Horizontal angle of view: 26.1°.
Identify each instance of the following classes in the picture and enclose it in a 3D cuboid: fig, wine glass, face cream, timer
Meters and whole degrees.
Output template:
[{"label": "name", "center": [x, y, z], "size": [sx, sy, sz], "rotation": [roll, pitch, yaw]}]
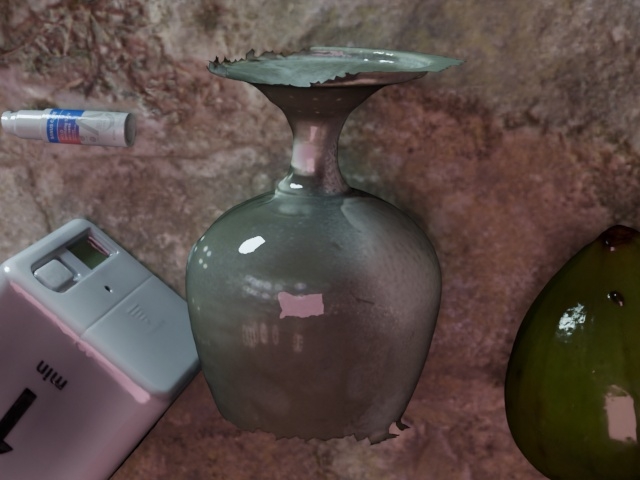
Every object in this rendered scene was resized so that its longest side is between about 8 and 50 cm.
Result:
[{"label": "fig", "center": [0.254, 0.102, 1.178], "size": [0.203, 0.203, 0.225], "rotation": [-4, 111, 14]}, {"label": "wine glass", "center": [0.000, 0.000, 1.197], "size": [0.238, 0.238, 0.323], "rotation": [5, 107, 12]}, {"label": "face cream", "center": [-0.243, -0.109, 1.322], "size": [0.130, 0.034, 0.034], "rotation": [5, 106, 13]}, {"label": "timer", "center": [-0.240, 0.124, 1.299], "size": [0.194, 0.192, 0.195], "rotation": [39, 109, 0]}]
